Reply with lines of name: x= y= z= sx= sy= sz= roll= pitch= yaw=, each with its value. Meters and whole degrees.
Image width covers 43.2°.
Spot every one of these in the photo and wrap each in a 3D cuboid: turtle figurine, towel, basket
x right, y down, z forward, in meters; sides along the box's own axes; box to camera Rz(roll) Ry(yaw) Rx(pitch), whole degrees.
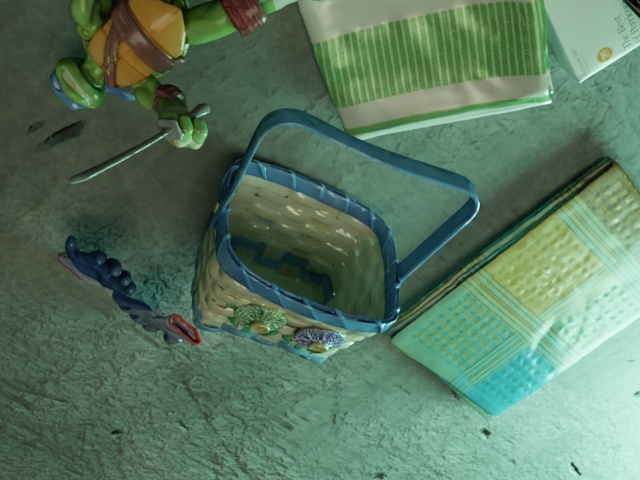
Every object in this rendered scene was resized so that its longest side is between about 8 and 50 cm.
turtle figurine: x=-0.139 y=-0.188 z=0.695 sx=0.266 sy=0.275 sz=0.197 roll=-35 pitch=80 yaw=8
towel: x=0.092 y=-0.256 z=0.799 sx=0.248 sy=0.038 sz=0.324 roll=-9 pitch=127 yaw=17
towel: x=0.307 y=0.082 z=1.113 sx=0.370 sy=0.040 sz=0.271 roll=-40 pitch=123 yaw=14
basket: x=0.000 y=0.000 z=0.894 sx=0.255 sy=0.201 sz=0.289 roll=19 pitch=128 yaw=-21

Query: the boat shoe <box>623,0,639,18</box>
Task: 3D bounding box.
boat shoe: x=0.292 y=-0.263 z=0.742 sx=0.340 sy=0.127 sz=0.113 roll=25 pitch=95 yaw=-38

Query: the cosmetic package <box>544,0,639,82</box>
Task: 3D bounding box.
cosmetic package: x=0.256 y=-0.287 z=0.832 sx=0.099 sy=0.060 sz=0.239 roll=-32 pitch=124 yaw=13

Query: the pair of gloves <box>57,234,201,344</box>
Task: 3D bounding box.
pair of gloves: x=-0.227 y=0.060 z=0.940 sx=0.198 sy=0.159 sz=0.023 roll=47 pitch=65 yaw=-27
